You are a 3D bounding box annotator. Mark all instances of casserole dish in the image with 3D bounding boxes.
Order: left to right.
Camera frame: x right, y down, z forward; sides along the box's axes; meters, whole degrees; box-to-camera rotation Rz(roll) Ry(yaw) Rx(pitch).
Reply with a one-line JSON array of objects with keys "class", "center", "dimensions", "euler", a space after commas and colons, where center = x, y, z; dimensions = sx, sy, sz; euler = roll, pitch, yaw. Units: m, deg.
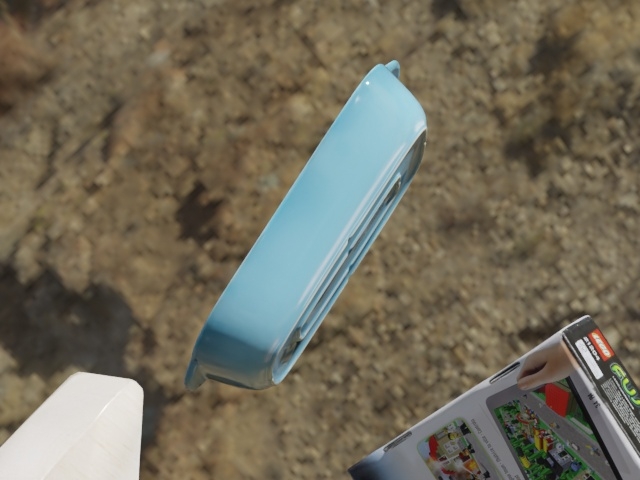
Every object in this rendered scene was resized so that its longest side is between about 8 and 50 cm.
[{"class": "casserole dish", "center": [0.000, 0.000, 0.788], "dimensions": [0.188, 0.037, 0.114], "euler": [-58, -8, -11]}]

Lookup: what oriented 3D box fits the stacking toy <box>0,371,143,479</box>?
[{"class": "stacking toy", "center": [-0.076, 0.185, 0.366], "dimensions": [0.130, 0.309, 0.279], "euler": [7, 16, 30]}]

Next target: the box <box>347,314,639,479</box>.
[{"class": "box", "center": [0.111, 0.146, 0.631], "dimensions": [0.114, 0.207, 0.036], "euler": [-36, -9, 29]}]
